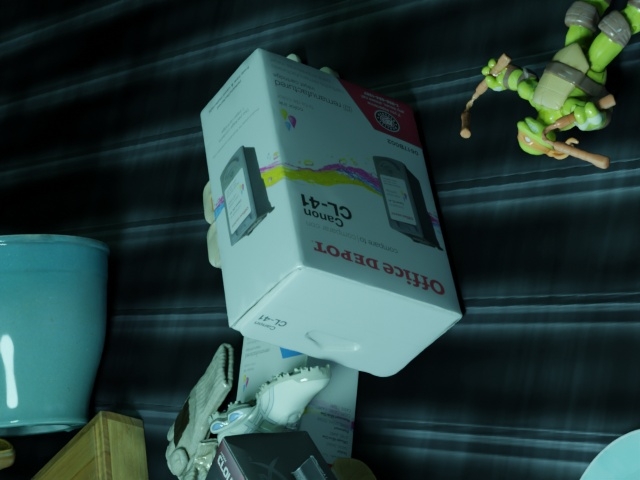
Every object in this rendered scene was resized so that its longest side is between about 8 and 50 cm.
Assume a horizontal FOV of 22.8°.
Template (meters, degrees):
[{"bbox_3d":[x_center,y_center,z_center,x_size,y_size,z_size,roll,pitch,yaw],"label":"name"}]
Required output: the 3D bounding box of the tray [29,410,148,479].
[{"bbox_3d":[-0.372,0.425,2.158,0.411,0.076,0.203,-43,42,34],"label":"tray"}]

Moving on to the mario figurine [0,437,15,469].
[{"bbox_3d":[-0.487,0.404,2.146,0.198,0.170,0.321,36,116,61],"label":"mario figurine"}]

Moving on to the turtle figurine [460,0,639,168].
[{"bbox_3d":[0.255,-0.162,1.546,0.217,0.087,0.269,-60,25,3],"label":"turtle figurine"}]

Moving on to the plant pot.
[{"bbox_3d":[-0.425,0.143,2.226,0.271,0.271,0.255,-18,73,50],"label":"plant pot"}]

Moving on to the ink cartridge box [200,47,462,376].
[{"bbox_3d":[0.008,-0.032,1.709,0.131,0.226,0.306,-45,42,35],"label":"ink cartridge box"}]

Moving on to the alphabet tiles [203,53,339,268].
[{"bbox_3d":[-0.060,-0.089,2.020,0.284,0.021,0.278,-42,42,36],"label":"alphabet tiles"}]

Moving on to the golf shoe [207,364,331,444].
[{"bbox_3d":[-0.041,0.192,1.688,0.176,0.069,0.086,-38,67,39],"label":"golf shoe"}]

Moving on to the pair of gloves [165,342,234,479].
[{"bbox_3d":[-0.154,0.266,1.895,0.204,0.042,0.240,117,161,-45],"label":"pair of gloves"}]

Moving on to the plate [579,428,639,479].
[{"bbox_3d":[0.281,0.253,1.352,0.188,0.024,0.188,-32,49,45],"label":"plate"}]

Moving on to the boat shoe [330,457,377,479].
[{"bbox_3d":[0.046,0.303,1.638,0.059,0.063,0.170,-64,31,32],"label":"boat shoe"}]

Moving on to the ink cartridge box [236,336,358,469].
[{"bbox_3d":[-0.032,0.210,1.773,0.134,0.078,0.231,-19,59,50],"label":"ink cartridge box"}]

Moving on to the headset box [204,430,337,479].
[{"bbox_3d":[-0.048,0.352,1.614,0.218,0.110,0.293,53,132,42],"label":"headset box"}]
